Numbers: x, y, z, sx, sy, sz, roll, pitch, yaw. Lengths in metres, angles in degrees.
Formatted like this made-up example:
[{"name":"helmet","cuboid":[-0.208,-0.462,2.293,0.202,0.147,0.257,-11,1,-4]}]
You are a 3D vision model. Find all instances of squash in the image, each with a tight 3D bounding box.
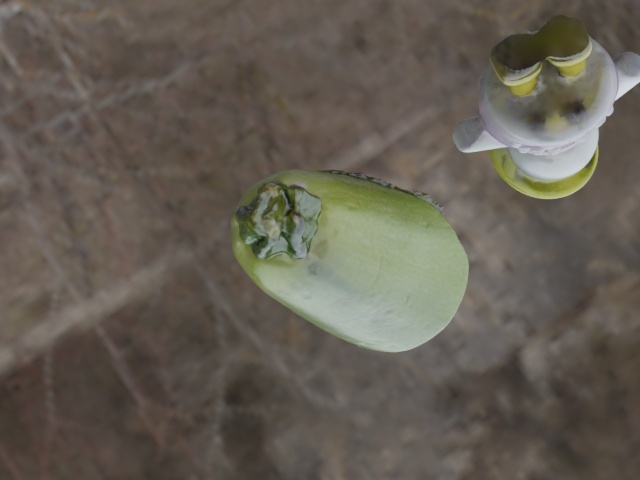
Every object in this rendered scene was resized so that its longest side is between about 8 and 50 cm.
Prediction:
[{"name":"squash","cuboid":[0.000,-0.002,0.957,0.090,0.075,0.200,-28,155,16]}]

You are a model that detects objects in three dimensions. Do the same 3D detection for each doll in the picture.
[{"name":"doll","cuboid":[0.145,-0.082,1.231,0.129,0.081,0.207,-22,163,0]}]
